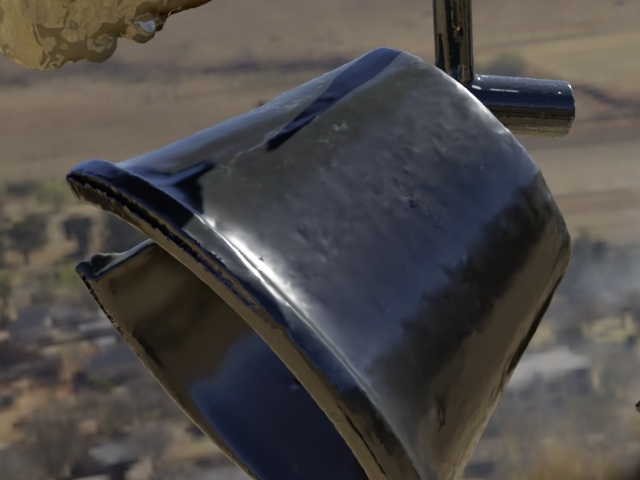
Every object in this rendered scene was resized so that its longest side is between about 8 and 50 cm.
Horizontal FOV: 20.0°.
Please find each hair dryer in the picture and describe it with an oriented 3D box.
[{"bbox_3d":[0.116,-0.171,1.341,0.173,0.195,0.050,3,23,-15],"label":"hair dryer"}]

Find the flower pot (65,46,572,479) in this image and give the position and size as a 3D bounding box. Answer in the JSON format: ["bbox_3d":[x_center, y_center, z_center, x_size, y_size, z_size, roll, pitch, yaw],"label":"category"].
[{"bbox_3d":[0.025,0.032,1.285,0.251,0.379,0.379,-41,25,-19],"label":"flower pot"}]

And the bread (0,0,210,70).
[{"bbox_3d":[-0.160,-0.352,1.227,0.371,0.279,0.390,-32,52,-23],"label":"bread"}]

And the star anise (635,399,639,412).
[{"bbox_3d":[0.500,0.204,1.928,0.331,0.118,0.332,16,24,-7],"label":"star anise"}]
